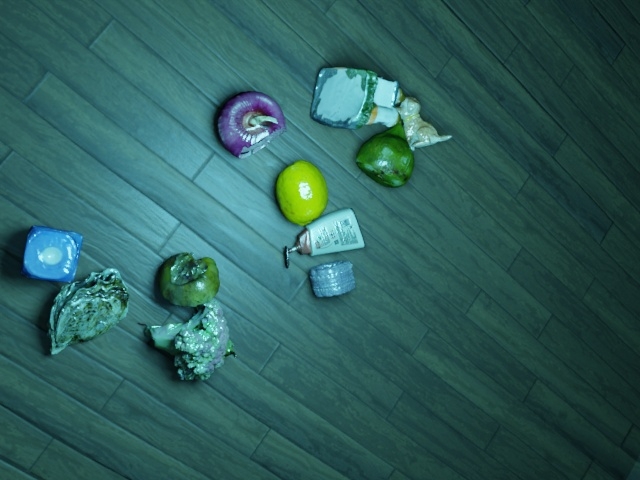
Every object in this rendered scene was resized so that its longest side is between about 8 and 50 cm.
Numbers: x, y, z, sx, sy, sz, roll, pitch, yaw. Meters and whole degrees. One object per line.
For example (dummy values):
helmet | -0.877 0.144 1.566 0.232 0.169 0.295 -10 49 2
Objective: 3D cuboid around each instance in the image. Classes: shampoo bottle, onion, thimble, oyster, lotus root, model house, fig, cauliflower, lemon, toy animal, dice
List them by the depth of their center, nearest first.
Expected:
dice | -0.753 0.036 1.581 0.143 0.146 0.147 12 87 -22
oyster | -0.688 0.200 1.641 0.267 0.112 0.199 -29 123 -24
lotus root | -0.396 0.098 1.688 0.183 0.204 0.078 -12 141 -16
cauliflower | -0.408 0.300 1.706 0.315 0.239 0.257 8 122 -3
onion | -0.223 -0.368 1.748 0.207 0.201 0.200 -38 106 18
lemon | -0.059 -0.152 1.813 0.169 0.170 0.208 -19 100 -18
model house | 0.162 -0.450 1.853 0.300 0.271 0.190 0 103 -36
thimble | 0.038 0.125 1.866 0.150 0.150 0.098 -13 96 -19
shampoo bottle | 0.000 0.000 1.890 0.284 0.071 0.153 -21 102 -15
fig | 0.241 -0.304 1.892 0.203 0.203 0.235 33 82 -18
toy animal | 0.353 -0.417 1.951 0.104 0.183 0.185 -2 83 -61
